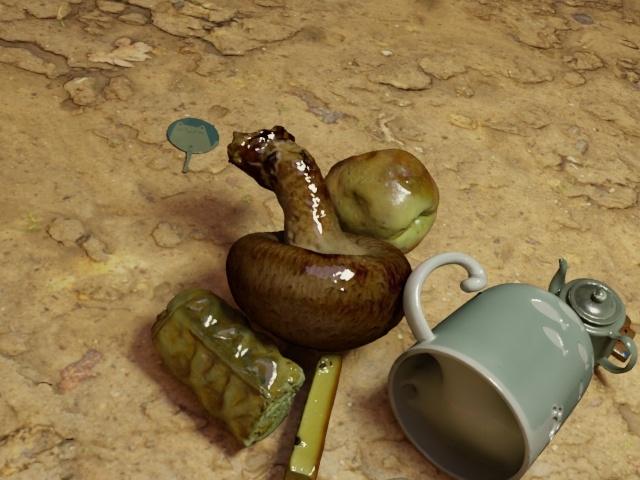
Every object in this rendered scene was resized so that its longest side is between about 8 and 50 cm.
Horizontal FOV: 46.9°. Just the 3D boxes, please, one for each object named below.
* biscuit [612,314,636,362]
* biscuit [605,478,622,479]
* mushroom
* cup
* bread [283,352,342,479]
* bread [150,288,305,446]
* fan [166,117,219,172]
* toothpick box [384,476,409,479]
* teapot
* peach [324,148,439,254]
[{"bbox_3d":[0.597,0.187,1.500,0.119,0.019,0.130,0,52,-17],"label":"biscuit"},{"bbox_3d":[0.564,0.485,1.229,0.250,0.036,0.165,28,48,3],"label":"biscuit"},{"bbox_3d":[0.009,0.011,1.279,0.334,0.331,0.356,12,80,32],"label":"mushroom"},{"bbox_3d":[0.271,0.178,1.221,0.274,0.259,0.357,-31,95,-39],"label":"cup"},{"bbox_3d":[-0.010,0.292,1.189,0.049,0.088,0.226,16,47,1],"label":"bread"},{"bbox_3d":[-0.159,0.192,1.203,0.267,0.130,0.152,40,61,18],"label":"bread"},{"bbox_3d":[-0.277,-0.205,1.582,0.113,0.005,0.175,10,47,-9],"label":"fan"},{"bbox_3d":[0.117,0.453,1.073,0.111,0.111,0.181,-7,53,-22],"label":"toothpick box"},{"bbox_3d":[0.517,0.147,1.411,0.162,0.149,0.239,-15,56,-19],"label":"teapot"},{"bbox_3d":[0.112,-0.087,1.465,0.235,0.214,0.214,32,49,22],"label":"peach"}]
